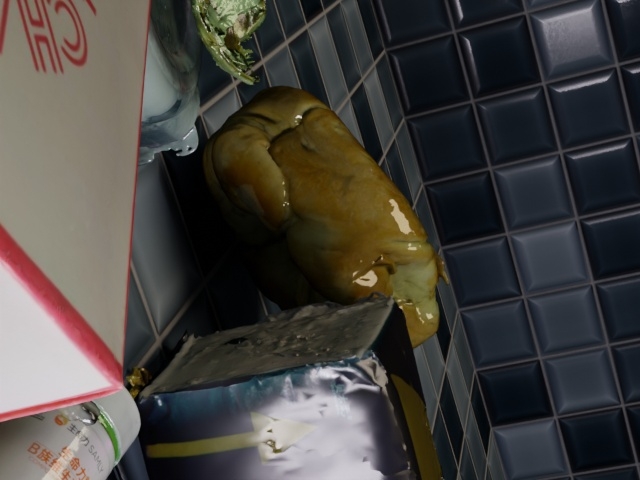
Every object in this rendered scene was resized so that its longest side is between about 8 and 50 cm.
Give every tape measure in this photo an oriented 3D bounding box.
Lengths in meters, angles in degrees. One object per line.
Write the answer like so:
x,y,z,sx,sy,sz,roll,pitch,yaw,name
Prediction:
-0.201,-0.215,1.055,0.256,0.147,0.275,12,70,-80,tape measure

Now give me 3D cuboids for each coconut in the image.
-0.089,-0.222,1.109,0.133,0.055,0.158,-37,121,-80,coconut

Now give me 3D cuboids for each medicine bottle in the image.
-0.200,0.166,0.783,0.183,0.086,0.086,-56,133,-48,medicine bottle

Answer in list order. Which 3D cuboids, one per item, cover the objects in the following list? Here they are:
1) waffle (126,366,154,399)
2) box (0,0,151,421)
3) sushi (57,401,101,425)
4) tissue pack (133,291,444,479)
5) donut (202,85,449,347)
-0.162,0.158,1.137,0.085,0.016,0.078,3,79,-73,waffle
-0.263,-0.112,0.448,0.314,0.300,0.312,60,20,-46,box
-0.231,-0.005,0.790,0.184,0.139,0.274,43,36,-63,sushi
-0.003,0.282,1.123,0.264,0.253,0.416,-52,128,-80,tissue pack
0.000,0.000,1.366,0.360,0.170,0.360,52,-12,16,donut
